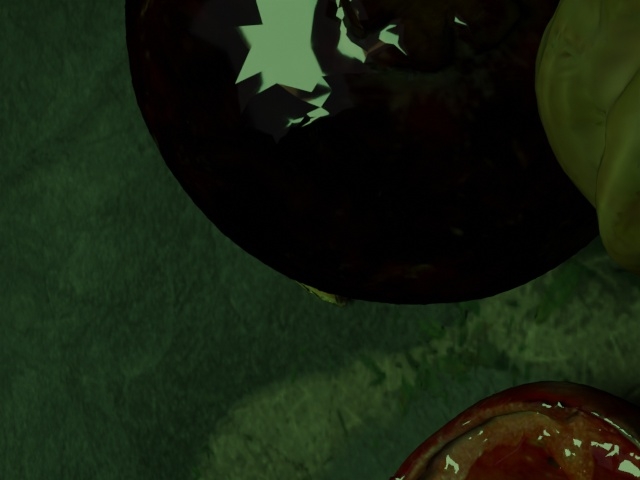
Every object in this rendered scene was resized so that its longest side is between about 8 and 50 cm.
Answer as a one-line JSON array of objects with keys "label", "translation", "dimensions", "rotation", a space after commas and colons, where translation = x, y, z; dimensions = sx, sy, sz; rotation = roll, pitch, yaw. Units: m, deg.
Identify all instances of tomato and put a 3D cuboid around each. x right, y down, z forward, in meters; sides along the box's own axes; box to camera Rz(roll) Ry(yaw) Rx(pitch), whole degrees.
[{"label": "tomato", "translation": [0.152, 0.181, 1.040], "dimensions": [0.228, 0.101, 0.228], "rotation": [13, 112, 33]}]

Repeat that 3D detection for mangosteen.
[{"label": "mangosteen", "translation": [0.044, -0.116, 0.993], "dimensions": [0.359, 0.306, 0.306], "rotation": [170, 92, -85]}]

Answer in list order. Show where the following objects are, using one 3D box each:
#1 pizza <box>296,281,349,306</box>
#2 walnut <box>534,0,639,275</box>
[{"label": "pizza", "translation": [0.000, 0.000, 1.232], "dimensions": [0.083, 0.025, 0.078], "rotation": [45, 131, 25]}, {"label": "walnut", "translation": [0.267, -0.080, 0.724], "dimensions": [0.344, 0.306, 0.306], "rotation": [-42, 64, 27]}]
